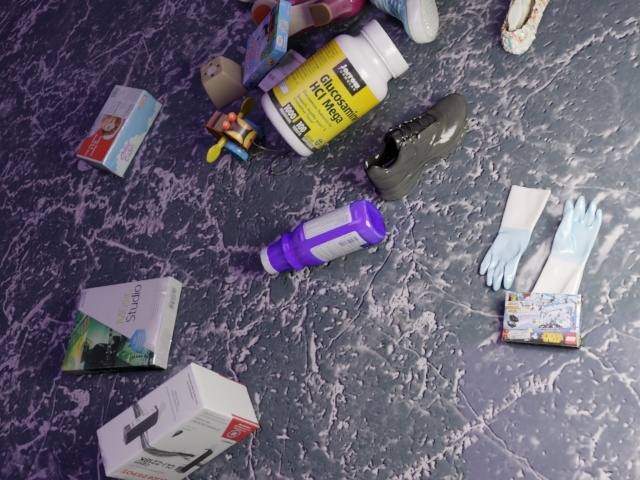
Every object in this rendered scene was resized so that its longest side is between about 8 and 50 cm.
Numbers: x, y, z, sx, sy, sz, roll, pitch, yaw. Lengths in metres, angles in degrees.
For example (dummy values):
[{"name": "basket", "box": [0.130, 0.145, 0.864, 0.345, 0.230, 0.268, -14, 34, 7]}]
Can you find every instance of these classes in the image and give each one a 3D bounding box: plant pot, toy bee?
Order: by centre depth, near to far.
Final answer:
[{"name": "toy bee", "box": [-0.213, -0.292, 1.832, 0.298, 0.162, 0.195, 5, 66, 35]}, {"name": "plant pot", "box": [-0.283, -0.461, 2.009, 0.109, 0.096, 0.109, -26, 53, 19]}]

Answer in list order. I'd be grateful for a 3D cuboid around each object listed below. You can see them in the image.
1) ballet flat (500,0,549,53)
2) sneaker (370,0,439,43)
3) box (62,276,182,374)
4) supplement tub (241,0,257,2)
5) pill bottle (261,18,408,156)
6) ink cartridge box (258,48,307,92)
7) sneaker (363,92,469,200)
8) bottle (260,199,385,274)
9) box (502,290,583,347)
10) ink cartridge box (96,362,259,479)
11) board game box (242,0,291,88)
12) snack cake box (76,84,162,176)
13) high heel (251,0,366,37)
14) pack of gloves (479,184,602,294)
[{"name": "ballet flat", "box": [0.461, -0.530, 1.578, 0.091, 0.077, 0.241, 3, 67, 35]}, {"name": "sneaker", "box": [0.200, -0.597, 1.755, 0.150, 0.135, 0.366, -21, 45, 24]}, {"name": "box", "box": [-0.514, 0.223, 1.816, 0.321, 0.058, 0.232, -10, 60, 29]}, {"name": "supplement tub", "box": [-0.215, -0.900, 2.110, 0.235, 0.235, 0.325, -29, 53, 17]}, {"name": "pill bottle", "box": [0.037, -0.370, 1.693, 0.334, 0.188, 0.188, -36, 51, 12]}, {"name": "ink cartridge box", "box": [-0.086, -0.433, 1.892, 0.135, 0.056, 0.099, -47, 50, 3]}, {"name": "sneaker", "box": [0.211, -0.219, 1.538, 0.286, 0.130, 0.109, -49, 48, 0]}, {"name": "bottle", "box": [0.000, 0.000, 1.564, 0.282, 0.118, 0.092, -22, 65, 23]}, {"name": "box", "box": [0.403, 0.143, 1.276, 0.137, 0.027, 0.094, 1, 77, 33]}, {"name": "ink cartridge box", "box": [-0.302, 0.400, 1.492, 0.272, 0.197, 0.114, -35, 52, 13]}, {"name": "board game box", "box": [-0.149, -0.534, 1.930, 0.211, 0.039, 0.160, -31, 51, 56]}, {"name": "snack cake box", "box": [-0.620, -0.340, 2.167, 0.152, 0.089, 0.264, 18, 77, 36]}, {"name": "high heel", "box": [-0.032, -0.654, 1.975, 0.181, 0.127, 0.377, -36, 37, -30]}, {"name": "pack of gloves", "box": [0.415, 0.000, 1.343, 0.195, 0.046, 0.232, 14, 74, 36]}]
